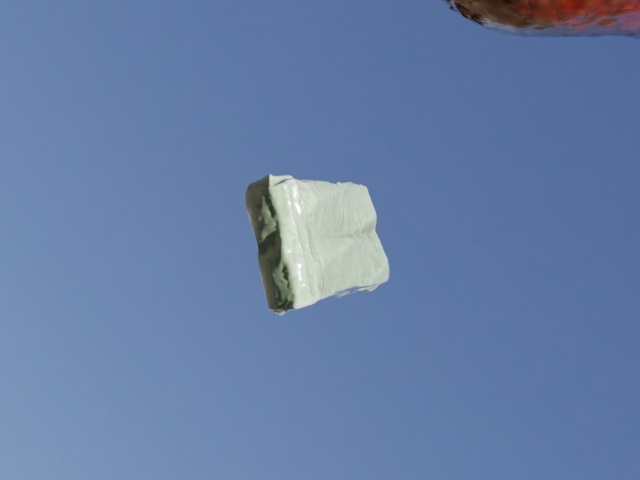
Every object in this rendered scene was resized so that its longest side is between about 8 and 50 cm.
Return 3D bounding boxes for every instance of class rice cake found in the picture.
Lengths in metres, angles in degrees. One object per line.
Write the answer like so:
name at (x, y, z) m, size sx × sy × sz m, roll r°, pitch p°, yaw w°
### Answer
rice cake at (0.000, 0.000, 1.285) m, size 0.226 × 0.040 × 0.085 m, roll -6°, pitch 85°, yaw -76°

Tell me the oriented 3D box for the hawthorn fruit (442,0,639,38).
hawthorn fruit at (0.154, -0.200, 0.921) m, size 0.230 × 0.210 × 0.266 m, roll 11°, pitch -12°, yaw -32°
